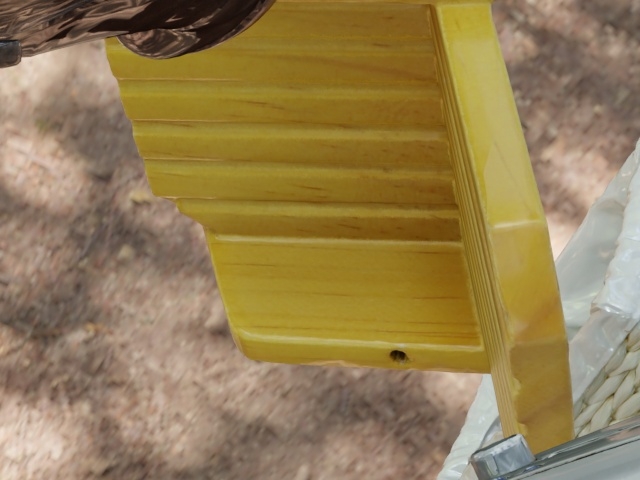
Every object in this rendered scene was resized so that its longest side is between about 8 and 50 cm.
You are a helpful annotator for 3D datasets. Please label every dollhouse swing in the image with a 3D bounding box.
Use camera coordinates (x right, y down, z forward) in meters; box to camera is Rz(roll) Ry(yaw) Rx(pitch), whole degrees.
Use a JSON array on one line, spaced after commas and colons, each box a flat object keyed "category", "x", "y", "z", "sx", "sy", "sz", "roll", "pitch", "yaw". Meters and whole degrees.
[{"category": "dollhouse swing", "x": 0.000, "y": 0.000, "z": 0.940, "sx": 0.315, "sy": 0.346, "sz": 0.305, "roll": 2, "pitch": 50, "yaw": 13}]

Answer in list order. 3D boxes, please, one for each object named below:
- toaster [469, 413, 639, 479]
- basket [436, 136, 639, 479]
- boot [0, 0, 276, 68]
[{"category": "toaster", "x": 0.134, "y": 0.143, "z": 0.474, "sx": 0.129, "sy": 0.146, "sz": 0.227, "roll": -14, "pitch": 73, "yaw": -52}, {"category": "basket", "x": 0.290, "y": 0.134, "z": 1.365, "sx": 0.266, "sy": 0.331, "sz": 0.328, "roll": 32, "pitch": 36, "yaw": 0}, {"category": "boot", "x": -0.097, "y": -0.102, "z": 0.586, "sx": 0.207, "sy": 0.248, "sz": 0.090, "roll": -36, "pitch": 85, "yaw": -28}]
